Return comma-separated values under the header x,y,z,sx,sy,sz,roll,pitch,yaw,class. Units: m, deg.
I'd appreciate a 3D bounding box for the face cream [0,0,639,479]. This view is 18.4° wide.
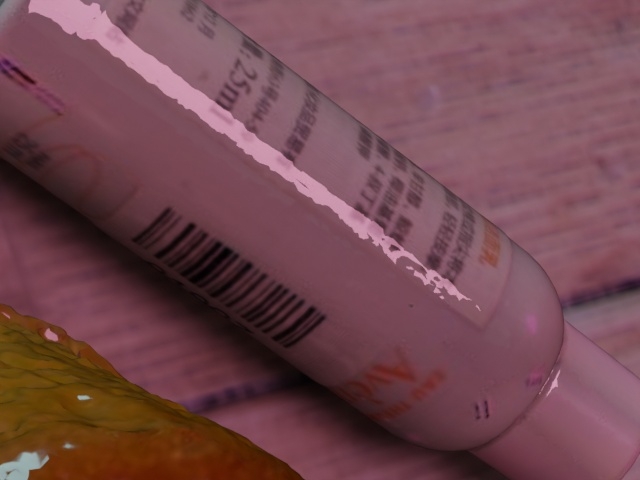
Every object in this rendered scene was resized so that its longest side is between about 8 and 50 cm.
x,y,z,sx,sy,sz,roll,pitch,yaw,class
0.000,0.000,0.660,0.269,0.082,0.082,37,56,-16,face cream

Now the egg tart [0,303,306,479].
x,y,z,sx,sy,sz,roll,pitch,yaw,class
-0.085,0.116,0.503,0.215,0.171,0.215,3,86,-35,egg tart
